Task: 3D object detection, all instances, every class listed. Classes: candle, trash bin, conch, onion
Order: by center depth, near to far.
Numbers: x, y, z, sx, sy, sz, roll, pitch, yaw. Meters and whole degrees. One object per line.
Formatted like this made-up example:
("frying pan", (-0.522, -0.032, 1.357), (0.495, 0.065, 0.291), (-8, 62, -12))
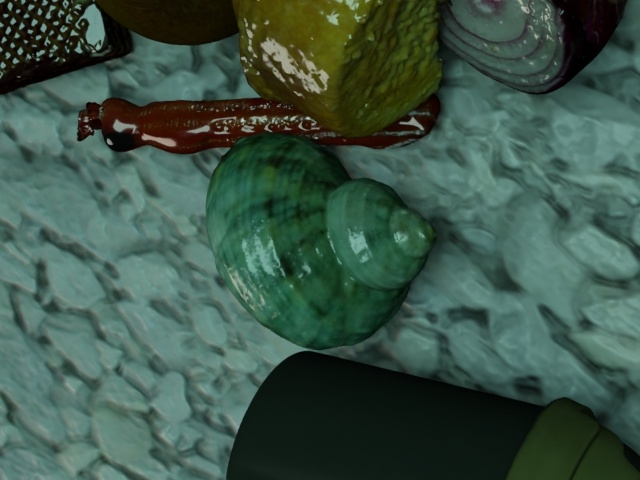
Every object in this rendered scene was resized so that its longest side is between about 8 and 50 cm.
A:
("trash bin", (0.112, 0.210, 1.006), (0.334, 0.214, 0.214), (13, 98, 27))
("onion", (0.130, -0.211, 1.011), (0.195, 0.218, 0.139), (42, 66, -15))
("conch", (-0.003, -0.001, 1.068), (0.188, 0.122, 0.175), (5, 78, 3))
("candle", (-0.059, -0.099, 1.131), (0.329, 0.048, 0.051), (0, 86, 20))

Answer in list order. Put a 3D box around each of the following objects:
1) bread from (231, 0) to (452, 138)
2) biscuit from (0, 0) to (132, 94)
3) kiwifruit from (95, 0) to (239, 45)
("bread", (0.012, -0.163, 0.984), (0.143, 0.229, 0.139), (34, 69, 23))
("biscuit", (-0.353, -0.175, 1.226), (0.388, 0.073, 0.107), (-14, 90, 22))
("kiwifruit", (-0.108, -0.260, 1.052), (0.196, 0.196, 0.234), (39, 150, 14))
